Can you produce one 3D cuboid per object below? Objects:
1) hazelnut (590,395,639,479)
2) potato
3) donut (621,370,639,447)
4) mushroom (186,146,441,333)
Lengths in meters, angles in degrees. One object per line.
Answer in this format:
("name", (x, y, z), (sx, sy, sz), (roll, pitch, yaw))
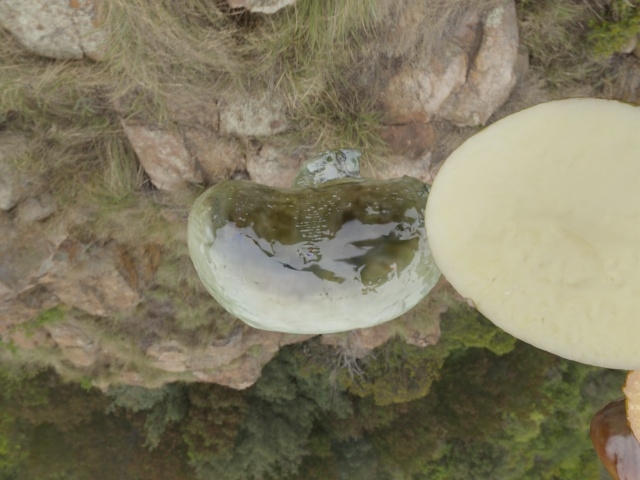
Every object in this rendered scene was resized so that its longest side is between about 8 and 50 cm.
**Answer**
("hazelnut", (0.552, 0.325, 0.721), (0.186, 0.210, 0.210), (0, 130, -25))
("potato", (0.207, -0.020, 0.355), (0.203, 0.158, 0.178), (9, 111, 35))
("donut", (0.477, 0.167, 0.449), (0.302, 0.110, 0.303), (22, 131, 27))
("mushroom", (-0.001, 0.000, 0.574), (0.344, 0.130, 0.248), (7, 91, -3))
